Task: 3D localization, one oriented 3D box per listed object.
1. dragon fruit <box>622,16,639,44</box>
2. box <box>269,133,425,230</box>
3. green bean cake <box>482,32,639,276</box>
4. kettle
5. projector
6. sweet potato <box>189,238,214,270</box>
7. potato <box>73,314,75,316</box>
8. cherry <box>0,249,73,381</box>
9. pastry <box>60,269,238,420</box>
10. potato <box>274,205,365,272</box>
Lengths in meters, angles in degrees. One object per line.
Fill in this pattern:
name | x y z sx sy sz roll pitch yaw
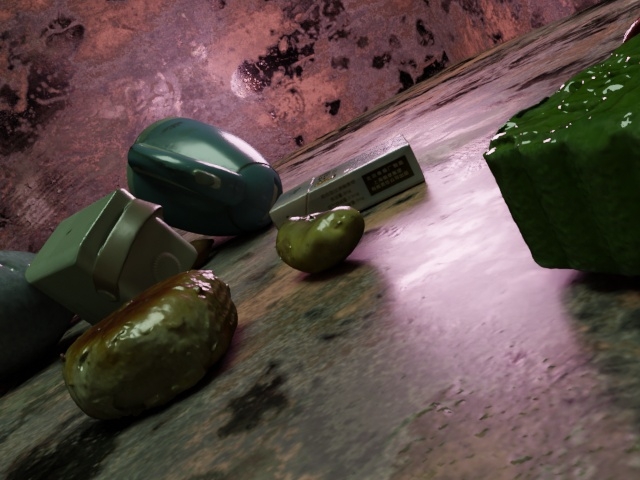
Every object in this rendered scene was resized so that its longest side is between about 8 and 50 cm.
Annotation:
dragon fruit | 0.408 -0.204 0.561 0.211 0.134 0.262 -29 12 -23
box | 0.043 -0.087 1.035 0.243 0.067 0.155 -26 11 9
green bean cake | 0.255 -0.079 0.389 0.248 0.125 0.222 -33 12 -22
kettle | -0.246 -0.126 1.319 0.342 0.247 0.319 21 4 43
projector | -0.338 0.037 1.036 0.242 0.177 0.163 -20 39 41
sweet potato | -0.260 0.040 1.219 0.065 0.051 0.218 -27 11 20
potato | -0.665 0.176 1.308 0.369 0.176 0.195 -32 -22 -34
cherry | -0.574 0.131 1.096 0.296 0.218 0.255 -28 -27 -41
pastry | -0.180 0.105 0.664 0.182 0.093 0.192 -29 12 6
potato | 0.000 0.000 0.757 0.091 0.070 0.138 -33 14 -28
